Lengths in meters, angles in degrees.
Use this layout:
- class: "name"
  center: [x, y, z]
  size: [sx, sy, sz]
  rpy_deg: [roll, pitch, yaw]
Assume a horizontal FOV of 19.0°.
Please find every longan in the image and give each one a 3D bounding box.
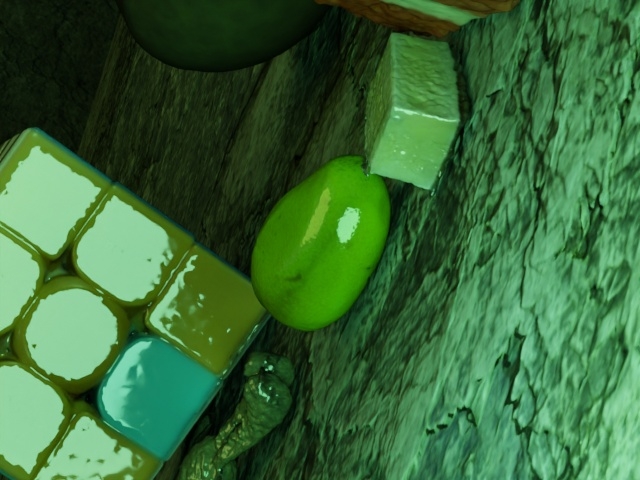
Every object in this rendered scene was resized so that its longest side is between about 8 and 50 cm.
- class: "longan"
  center: [-0.082, -0.309, 1.926]
  size: [0.300, 0.243, 0.300]
  rpy_deg: [-38, 2, 2]

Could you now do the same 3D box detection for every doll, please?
- class: "doll"
  center: [-0.105, 0.228, 1.731]
  size: [0.286, 0.091, 0.203]
  rpy_deg: [-35, 49, 55]

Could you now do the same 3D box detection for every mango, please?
- class: "mango"
  center: [-0.001, 0.006, 1.536]
  size: [0.163, 0.089, 0.117]
  rpy_deg: [128, 155, -55]

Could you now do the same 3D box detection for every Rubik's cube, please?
- class: "Rubik's cube"
  center: [-0.260, 0.087, 1.889]
  size: [0.291, 0.291, 0.290]
  rpy_deg: [-56, 12, -8]

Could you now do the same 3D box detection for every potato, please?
- class: "potato"
  center: [0.070, -0.099, 1.444]
  size: [0.122, 0.061, 0.086]
  rpy_deg: [-91, 19, -52]

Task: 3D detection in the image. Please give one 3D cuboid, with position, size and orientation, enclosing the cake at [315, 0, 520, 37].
- class: "cake"
  center: [0.049, -0.321, 1.349]
  size: [0.319, 0.270, 0.270]
  rpy_deg: [170, 116, -73]
